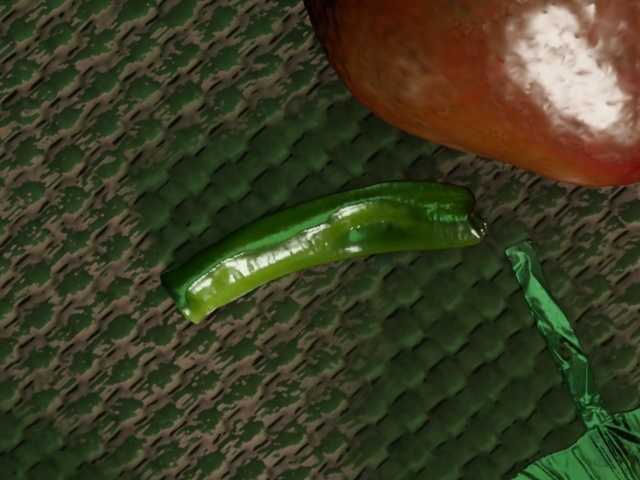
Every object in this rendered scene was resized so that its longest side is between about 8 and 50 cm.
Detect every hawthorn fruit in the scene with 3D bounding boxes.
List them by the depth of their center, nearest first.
[{"bbox_3d":[0.143,-0.175,1.094,0.311,0.295,0.295,11,91,0],"label":"hawthorn fruit"}]

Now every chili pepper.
[{"bbox_3d":[0.000,0.000,1.207,0.201,0.050,0.052,-17,106,5],"label":"chili pepper"}]

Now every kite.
[{"bbox_3d":[0.174,0.116,1.221,0.229,0.012,0.250,-29,88,1],"label":"kite"}]
